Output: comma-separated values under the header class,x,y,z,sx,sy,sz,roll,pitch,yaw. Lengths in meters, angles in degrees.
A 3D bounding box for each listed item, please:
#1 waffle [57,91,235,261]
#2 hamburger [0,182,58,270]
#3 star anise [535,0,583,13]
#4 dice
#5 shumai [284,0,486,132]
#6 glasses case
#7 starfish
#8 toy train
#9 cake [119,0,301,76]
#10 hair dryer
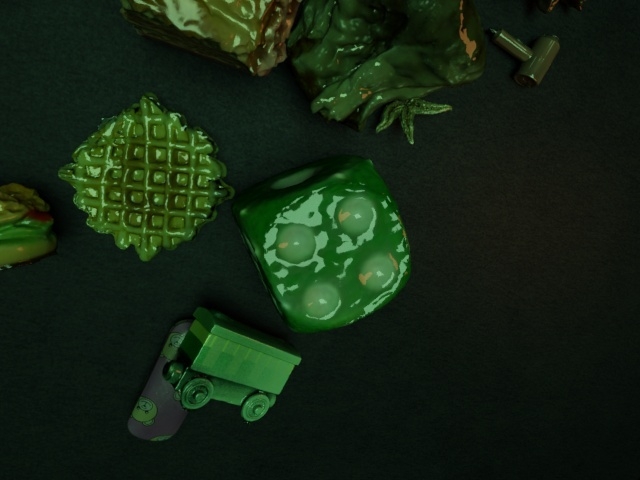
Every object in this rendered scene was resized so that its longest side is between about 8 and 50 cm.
class,x,y,z,sx,sy,sz,roll,pitch,yaw
waffle,-0.355,-0.123,0.844,0.317,0.073,0.297,-39,105,6
hamburger,-0.610,-0.031,0.731,0.238,0.237,0.148,-8,103,-12
star anise,0.529,-0.673,0.902,0.316,0.108,0.314,-3,106,-10
dice,0.000,0.000,0.853,0.298,0.287,0.299,-24,108,-10
shumai,0.089,-0.382,0.767,0.324,0.323,0.398,-37,133,22
glasses case,-0.349,0.336,0.961,0.123,0.076,0.316,24,95,-22
starfish,0.221,-0.319,0.935,0.176,0.053,0.207,14,87,1
toy train,-0.196,0.288,0.917,0.301,0.120,0.202,34,81,-36
cake,-0.168,-0.458,0.680,0.294,0.307,0.313,16,99,-22
hair dryer,0.480,-0.466,0.970,0.182,0.064,0.117,27,96,-14
